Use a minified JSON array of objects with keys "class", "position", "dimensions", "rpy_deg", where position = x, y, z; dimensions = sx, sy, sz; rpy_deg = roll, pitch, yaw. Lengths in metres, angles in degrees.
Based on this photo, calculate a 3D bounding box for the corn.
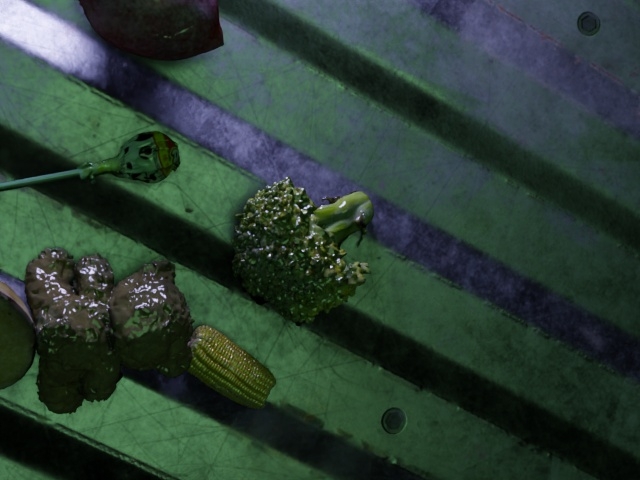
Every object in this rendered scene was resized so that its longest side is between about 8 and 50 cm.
[{"class":"corn","position":[-0.151,0.212,1.757],"dimensions":[0.165,0.063,0.085],"rpy_deg":[34,59,-14]}]

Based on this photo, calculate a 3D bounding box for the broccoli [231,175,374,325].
[{"class":"broccoli","position":[-0.006,0.005,1.726],"dimensions":[0.273,0.180,0.243],"rpy_deg":[-30,97,-12]}]

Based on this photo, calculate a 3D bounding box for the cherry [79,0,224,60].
[{"class":"cherry","position":[-0.257,-0.377,1.665],"dimensions":[0.249,0.175,0.192],"rpy_deg":[34,72,-14]}]

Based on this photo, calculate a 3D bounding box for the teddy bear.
[{"class":"teddy bear","position":[-0.327,0.133,1.666],"dimensions":[0.256,0.156,0.267],"rpy_deg":[-8,91,-15]}]

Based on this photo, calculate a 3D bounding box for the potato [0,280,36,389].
[{"class":"potato","position":[-0.570,0.116,1.609],"dimensions":[0.299,0.116,0.239],"rpy_deg":[12,118,-4]}]

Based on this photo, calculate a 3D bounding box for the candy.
[{"class":"candy","position":[-0.376,-0.112,1.691],"dimensions":[0.305,0.091,0.083],"rpy_deg":[-12,96,-6]}]
